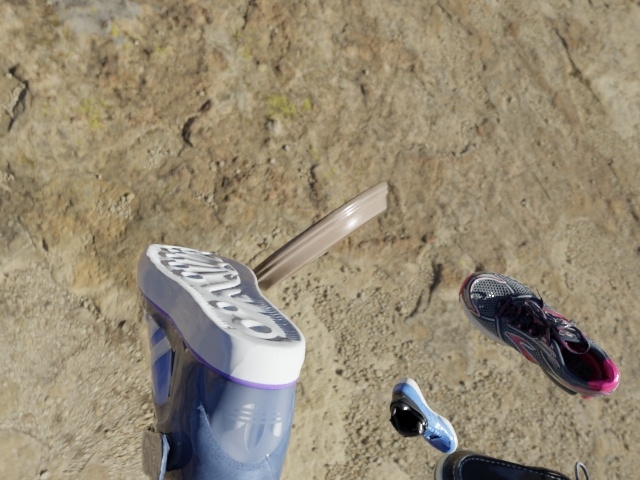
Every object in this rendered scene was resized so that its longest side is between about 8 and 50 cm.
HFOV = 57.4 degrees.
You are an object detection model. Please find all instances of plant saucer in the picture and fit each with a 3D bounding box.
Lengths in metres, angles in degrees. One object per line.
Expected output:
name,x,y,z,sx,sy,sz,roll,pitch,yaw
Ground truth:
plant saucer,0.000,0.000,0.935,0.277,0.278,0.041,-34,88,-32

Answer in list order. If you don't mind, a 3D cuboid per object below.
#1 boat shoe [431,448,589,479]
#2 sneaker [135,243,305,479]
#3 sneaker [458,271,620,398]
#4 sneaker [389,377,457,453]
boat shoe,0.428,0.464,0.947,0.499,0.156,0.187,23,37,11
sneaker,-0.131,0.150,0.582,0.130,0.322,0.237,11,100,-30
sneaker,0.378,0.151,1.009,0.299,0.112,0.121,35,84,15
sneaker,0.164,0.303,0.945,0.152,0.058,0.084,55,28,-8
